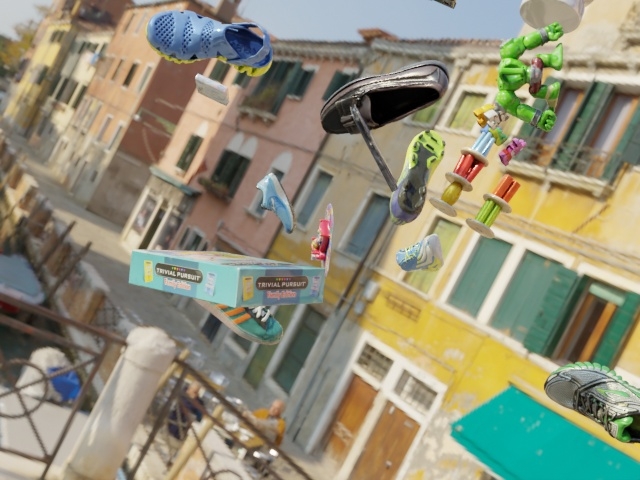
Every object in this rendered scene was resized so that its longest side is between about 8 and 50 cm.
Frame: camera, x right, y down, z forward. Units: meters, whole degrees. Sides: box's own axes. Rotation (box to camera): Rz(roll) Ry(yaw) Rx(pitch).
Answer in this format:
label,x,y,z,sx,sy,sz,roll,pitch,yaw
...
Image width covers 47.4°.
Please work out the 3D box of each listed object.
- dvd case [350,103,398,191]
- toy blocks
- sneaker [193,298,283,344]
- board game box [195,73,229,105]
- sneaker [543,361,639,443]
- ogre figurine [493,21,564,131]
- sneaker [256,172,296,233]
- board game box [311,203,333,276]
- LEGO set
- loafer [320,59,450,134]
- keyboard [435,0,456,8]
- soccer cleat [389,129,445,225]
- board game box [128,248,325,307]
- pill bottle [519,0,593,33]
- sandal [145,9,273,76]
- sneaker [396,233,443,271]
label,x,y,z,sx,sy,sz,roll,pitch,yaw
dvd case,0.105,-0.190,1.457,0.164,0.018,0.221,61,9,-12
toy blocks,0.266,-0.095,1.182,0.123,0.148,0.054,32,-6,17
sneaker,-0.218,0.167,1.991,0.302,0.121,0.108,34,28,-3
board game box,-0.292,-0.407,1.973,0.090,0.020,0.090,25,-13,1
sneaker,0.702,0.398,1.757,0.343,0.134,0.146,13,30,38
ogre figurine,0.393,-0.313,1.379,0.118,0.197,0.097,5,20,5
sneaker,-0.113,-0.087,1.859,0.162,0.073,0.063,65,4,9
board game box,0.000,0.000,1.646,0.033,0.168,0.133,4,10,-7
LEGO set,0.428,-0.282,1.718,0.087,0.093,0.227,53,4,31
loafer,0.128,-0.294,1.553,0.109,0.302,0.095,57,27,-30
keyboard,0.260,-0.635,1.840,0.180,0.023,0.108,27,7,7
soccer cleat,0.236,-0.162,1.835,0.093,0.289,0.121,27,-33,-6
board game box,-0.199,0.075,1.546,0.336,0.079,0.254,7,3,40
pill bottle,0.511,-0.569,1.494,0.153,0.264,0.153,22,-10,4
sandal,-0.243,-0.470,1.691,0.317,0.126,0.138,2,-2,-24
sneaker,0.271,0.048,2.011,0.126,0.091,0.240,-9,-18,6
